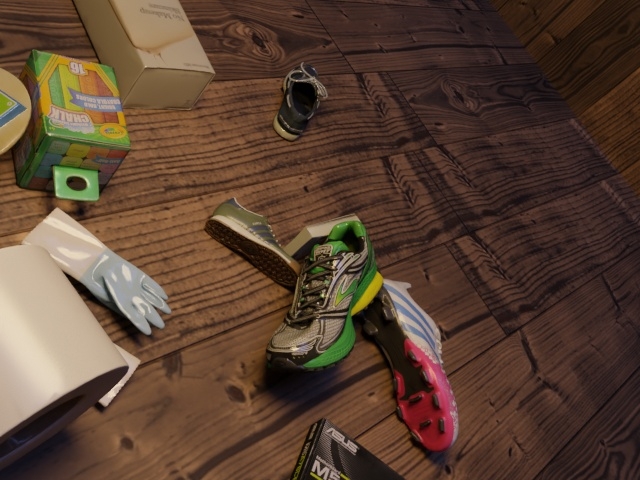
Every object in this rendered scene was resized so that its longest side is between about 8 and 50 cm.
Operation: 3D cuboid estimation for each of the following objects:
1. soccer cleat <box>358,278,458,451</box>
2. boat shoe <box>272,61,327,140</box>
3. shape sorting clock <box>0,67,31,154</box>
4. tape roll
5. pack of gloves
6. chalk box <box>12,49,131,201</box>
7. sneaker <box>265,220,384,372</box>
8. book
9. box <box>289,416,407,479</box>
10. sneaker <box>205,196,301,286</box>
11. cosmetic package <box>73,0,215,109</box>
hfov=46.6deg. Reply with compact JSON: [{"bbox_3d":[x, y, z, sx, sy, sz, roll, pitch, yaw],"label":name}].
[{"bbox_3d":[0.182,0.210,1.339,0.143,0.116,0.331,-2,59,-43],"label":"soccer cleat"},{"bbox_3d":[-0.040,-0.318,1.613,0.095,0.079,0.254,36,40,-13],"label":"boat shoe"},{"bbox_3d":[-0.512,-0.176,1.039,0.206,0.040,0.206,2,58,-3],"label":"shape sorting clock"},{"bbox_3d":[-0.356,0.141,0.802,0.169,0.246,0.246,53,39,7],"label":"tape roll"},{"bbox_3d":[-0.339,0.094,1.036,0.232,0.046,0.195,38,51,-7],"label":"pack of gloves"},{"bbox_3d":[-0.379,-0.156,1.122,0.132,0.132,0.213,4,55,-40],"label":"chalk box"},{"bbox_3d":[-0.004,0.088,1.220,0.343,0.134,0.146,-58,139,-51],"label":"sneaker"},{"bbox_3d":[0.000,0.000,1.367,0.144,0.096,0.035,-14,68,-49],"label":"book"},{"bbox_3d":[0.040,0.393,1.112,0.190,0.045,0.184,40,42,-10],"label":"box"},{"bbox_3d":[-0.102,-0.006,1.301,0.192,0.064,0.086,35,45,-11],"label":"sneaker"},{"bbox_3d":[-0.339,-0.398,1.382,0.160,0.113,0.309,-9,63,-46],"label":"cosmetic package"}]
